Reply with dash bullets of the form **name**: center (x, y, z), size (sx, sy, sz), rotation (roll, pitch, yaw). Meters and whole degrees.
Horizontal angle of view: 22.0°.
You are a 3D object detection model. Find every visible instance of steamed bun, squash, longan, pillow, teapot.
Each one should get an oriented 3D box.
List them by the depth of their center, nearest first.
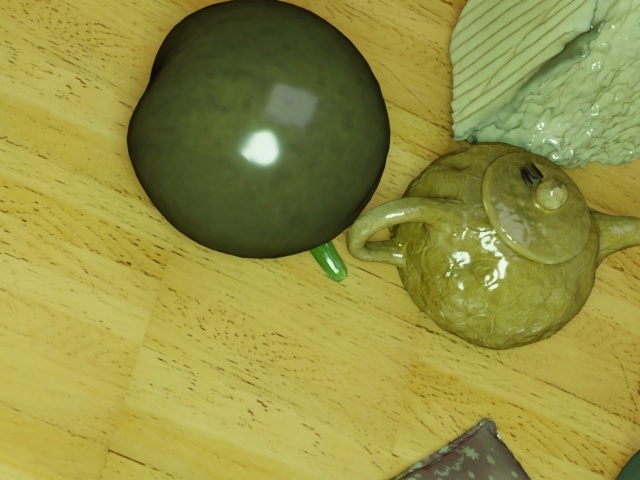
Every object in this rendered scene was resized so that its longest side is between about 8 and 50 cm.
- **pillow**: center (0.125, 0.233, 1.464), size (0.185, 0.043, 0.118), rotation (-26, 74, -38)
- **longan**: center (-0.060, -0.104, 1.467), size (0.248, 0.248, 0.248), rotation (15, 54, -21)
- **squash**: center (-0.001, 0.000, 1.556), size (0.027, 0.027, 0.089), rotation (-15, 72, -36)
- **teapot**: center (0.173, -0.011, 1.569), size (0.311, 0.167, 0.203), rotation (5, 59, -27)
- **steamed bun**: center (0.301, -0.196, 1.706), size (0.272, 0.290, 0.273), rotation (27, 41, -30)

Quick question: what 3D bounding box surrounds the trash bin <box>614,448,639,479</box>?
- **trash bin**: center (0.327, 0.291, 1.456), size (0.101, 0.177, 0.236), rotation (20, 55, -19)
